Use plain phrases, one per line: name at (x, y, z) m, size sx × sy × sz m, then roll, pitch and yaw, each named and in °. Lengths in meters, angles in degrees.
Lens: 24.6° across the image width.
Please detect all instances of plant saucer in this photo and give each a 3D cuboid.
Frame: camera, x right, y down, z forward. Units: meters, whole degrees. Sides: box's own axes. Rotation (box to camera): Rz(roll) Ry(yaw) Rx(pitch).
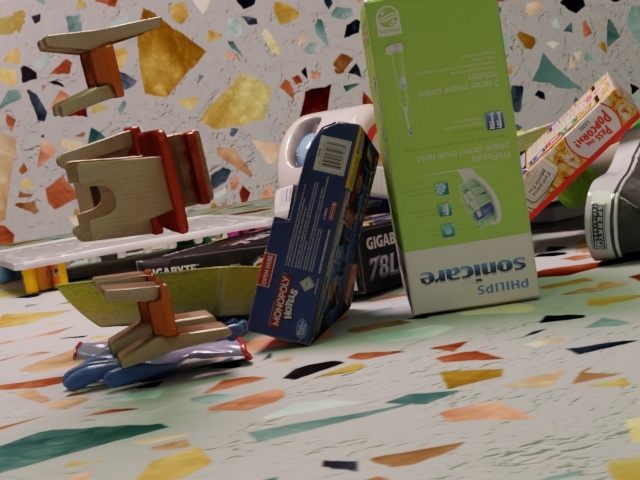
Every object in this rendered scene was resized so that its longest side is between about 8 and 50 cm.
plant saucer at (-0.126, 0.056, 1.425) m, size 0.188 × 0.045 × 0.188 m, roll -7°, pitch -4°, yaw 26°

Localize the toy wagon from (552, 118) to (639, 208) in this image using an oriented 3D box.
toy wagon at (0.367, -0.106, 1.838) m, size 0.267 × 0.068 × 0.344 m, roll -27°, pitch 3°, yaw -43°

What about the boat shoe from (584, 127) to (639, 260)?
boat shoe at (0.357, -0.053, 1.535) m, size 0.105 × 0.113 × 0.306 m, roll 0°, pitch 11°, yaw 22°

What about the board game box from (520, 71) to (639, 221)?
board game box at (0.273, -0.100, 1.660) m, size 0.193 × 0.045 × 0.147 m, roll -45°, pitch 4°, yaw 16°

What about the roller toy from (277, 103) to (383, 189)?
roller toy at (0.035, -0.088, 2.043) m, size 0.146 × 0.191 × 0.209 m, roll -7°, pitch 6°, yaw 32°

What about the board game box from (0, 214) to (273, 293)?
board game box at (-0.309, 0.017, 2.295) m, size 0.390 × 0.050 × 0.390 m, roll -10°, pitch 5°, yaw -19°

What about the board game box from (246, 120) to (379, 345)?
board game box at (0.000, 0.000, 1.330) m, size 0.060 × 0.194 × 0.194 m, roll 13°, pitch -5°, yaw 9°

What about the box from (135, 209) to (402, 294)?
box at (-0.001, 0.016, 1.644) m, size 0.293 × 0.073 × 0.295 m, roll -5°, pitch 6°, yaw 35°

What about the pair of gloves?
pair of gloves at (-0.137, 0.096, 1.253) m, size 0.159 × 0.023 × 0.198 m, roll -8°, pitch 6°, yaw -4°

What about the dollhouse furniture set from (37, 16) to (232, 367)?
dollhouse furniture set at (-0.142, -0.051, 1.233) m, size 0.135 × 0.262 × 0.259 m, roll -14°, pitch 7°, yaw -13°

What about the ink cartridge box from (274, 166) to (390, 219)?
ink cartridge box at (0.082, -0.045, 1.835) m, size 0.208 × 0.045 × 0.206 m, roll 11°, pitch -13°, yaw -30°

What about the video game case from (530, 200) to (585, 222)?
video game case at (0.331, -0.050, 2.038) m, size 0.201 × 0.023 × 0.183 m, roll -13°, pitch 6°, yaw -34°

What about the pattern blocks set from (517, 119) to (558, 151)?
pattern blocks set at (0.226, -0.113, 1.919) m, size 0.285 × 0.026 × 0.325 m, roll -18°, pitch -3°, yaw -21°

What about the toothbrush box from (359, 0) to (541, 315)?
toothbrush box at (0.116, -0.088, 1.368) m, size 0.122 × 0.283 × 0.206 m, roll -8°, pitch 5°, yaw 1°
